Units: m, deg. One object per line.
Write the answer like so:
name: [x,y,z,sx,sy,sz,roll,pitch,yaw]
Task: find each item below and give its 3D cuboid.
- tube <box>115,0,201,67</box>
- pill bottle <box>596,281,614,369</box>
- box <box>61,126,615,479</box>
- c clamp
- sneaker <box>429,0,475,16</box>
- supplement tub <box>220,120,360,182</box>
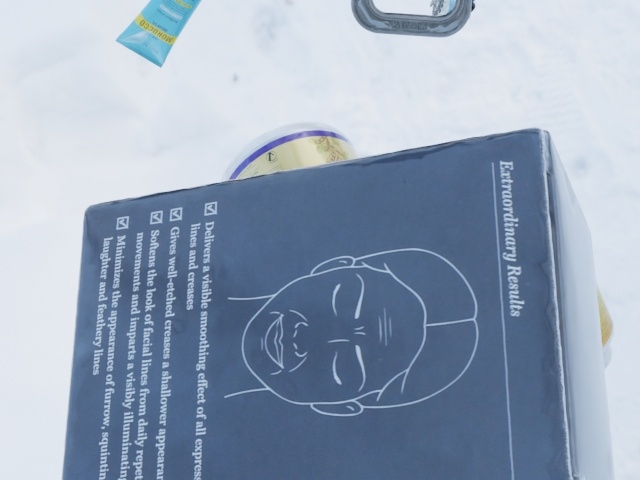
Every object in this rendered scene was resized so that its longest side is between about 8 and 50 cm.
tube: [-0.217,-0.346,1.730,0.207,0.080,0.052,-46,20,33]
pill bottle: [0.320,0.090,1.572,0.117,0.215,0.117,-20,36,16]
box: [0.019,0.111,0.945,0.395,0.212,0.294,-8,65,20]
c clamp: [0.099,-0.302,1.347,0.160,0.137,0.022,10,14,-1]
sneaker: [0.240,-0.426,2.110,0.162,0.073,0.063,-81,14,-58]
supplement tub: [0.000,0.000,1.870,0.241,0.241,0.331,-33,57,8]
